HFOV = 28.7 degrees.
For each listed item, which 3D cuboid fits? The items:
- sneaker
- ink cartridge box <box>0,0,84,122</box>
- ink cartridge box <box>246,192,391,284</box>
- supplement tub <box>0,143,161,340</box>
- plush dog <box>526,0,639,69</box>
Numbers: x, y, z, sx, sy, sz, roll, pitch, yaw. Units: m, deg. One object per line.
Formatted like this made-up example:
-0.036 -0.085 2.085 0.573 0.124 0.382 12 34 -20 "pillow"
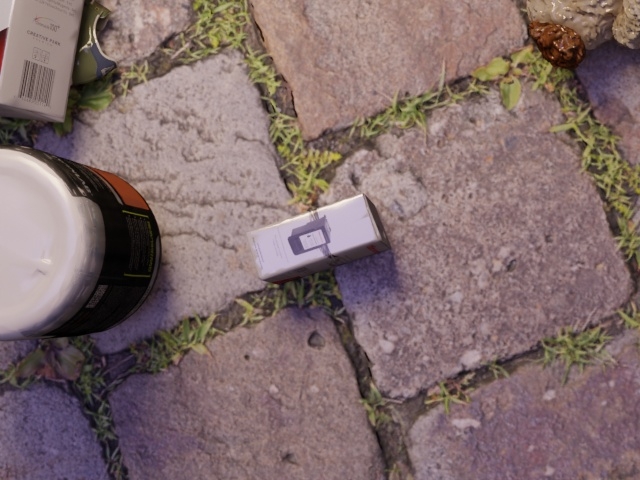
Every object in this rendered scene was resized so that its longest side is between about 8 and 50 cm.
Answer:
-0.311 -0.288 1.592 0.086 0.064 0.192 -13 78 -9 "sneaker"
-0.450 -0.300 1.533 0.310 0.130 0.271 8 87 27 "ink cartridge box"
0.000 0.000 1.497 0.151 0.109 0.063 -19 81 7 "ink cartridge box"
-0.305 0.009 1.427 0.207 0.338 0.207 -1 87 9 "supplement tub"
0.350 -0.296 1.450 0.225 0.210 0.262 -2 58 22 "plush dog"
